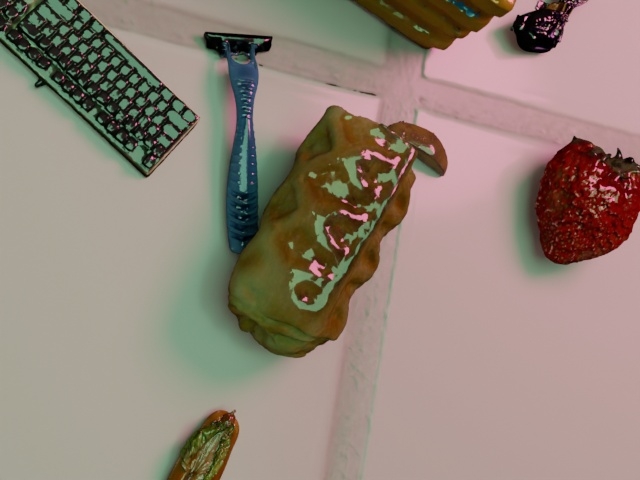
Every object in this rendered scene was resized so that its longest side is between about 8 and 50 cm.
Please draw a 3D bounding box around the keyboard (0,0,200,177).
[{"bbox_3d":[-0.273,-0.207,1.057,0.317,0.027,0.106,43,73,-13],"label":"keyboard"}]

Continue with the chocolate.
[{"bbox_3d":[0.300,-0.298,1.264,0.147,0.070,0.072,-46,112,-6],"label":"chocolate"}]

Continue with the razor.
[{"bbox_3d":[-0.089,-0.111,1.111,0.081,0.042,0.253,1,87,-21],"label":"razor"}]

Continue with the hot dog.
[{"bbox_3d":[-0.128,0.241,1.072,0.056,0.041,0.133,32,76,-16],"label":"hot dog"}]

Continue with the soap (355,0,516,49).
[{"bbox_3d":[0.061,-0.351,1.097,0.324,0.204,0.096,32,77,-14],"label":"soap"}]

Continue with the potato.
[{"bbox_3d":[0.126,-0.119,1.192,0.093,0.036,0.037,34,79,-14],"label":"potato"}]

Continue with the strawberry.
[{"bbox_3d":[0.333,-0.046,1.228,0.131,0.131,0.148,7,114,-20],"label":"strawberry"}]

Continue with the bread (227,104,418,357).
[{"bbox_3d":[0.000,0.000,1.088,0.152,0.130,0.268,35,76,-27],"label":"bread"}]
